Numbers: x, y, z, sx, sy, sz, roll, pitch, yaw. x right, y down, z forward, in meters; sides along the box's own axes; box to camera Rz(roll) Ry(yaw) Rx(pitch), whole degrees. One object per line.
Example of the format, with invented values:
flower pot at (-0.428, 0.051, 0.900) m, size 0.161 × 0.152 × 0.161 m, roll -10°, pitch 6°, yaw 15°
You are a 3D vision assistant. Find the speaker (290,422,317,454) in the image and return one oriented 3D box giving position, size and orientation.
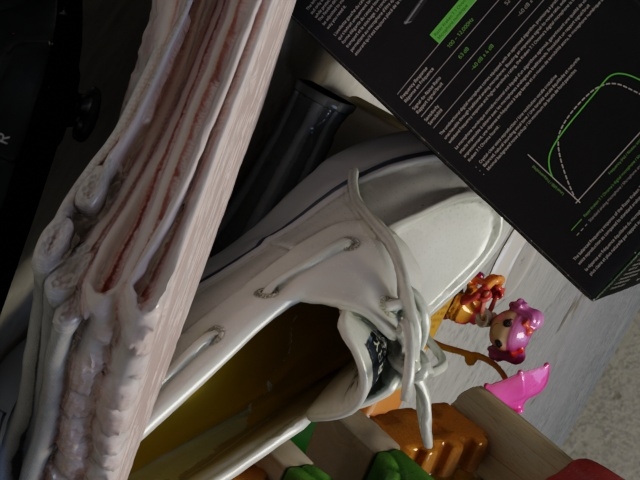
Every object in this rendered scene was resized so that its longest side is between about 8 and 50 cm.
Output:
speaker at (-0.020, 0.241, 1.355) m, size 0.131 × 0.131 × 0.296 m, roll -53°, pitch 161°, yaw -25°

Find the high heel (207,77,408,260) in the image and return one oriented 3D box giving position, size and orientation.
high heel at (0.000, 0.000, 1.097) m, size 0.186 × 0.093 × 0.261 m, roll -62°, pitch 156°, yaw 8°

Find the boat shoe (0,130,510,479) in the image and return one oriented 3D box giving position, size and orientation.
boat shoe at (0.006, 0.054, 0.916) m, size 0.367 × 0.156 × 0.135 m, roll -26°, pitch 127°, yaw -33°

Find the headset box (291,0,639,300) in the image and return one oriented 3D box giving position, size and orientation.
headset box at (0.119, -0.114, 0.959) m, size 0.131 × 0.283 × 0.246 m, roll -50°, pitch 165°, yaw 15°

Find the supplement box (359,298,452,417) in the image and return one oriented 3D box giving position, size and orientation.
supplement box at (0.070, 0.023, 1.353) m, size 0.233 × 0.078 × 0.080 m, roll -64°, pitch 160°, yaw 5°

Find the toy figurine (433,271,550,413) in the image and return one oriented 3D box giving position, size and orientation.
toy figurine at (0.134, 0.078, 1.483) m, size 0.173 × 0.159 × 0.130 m, roll -66°, pitch 163°, yaw 11°

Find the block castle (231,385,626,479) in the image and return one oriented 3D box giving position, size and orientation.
block castle at (-0.001, 0.280, 1.084) m, size 0.453 × 0.213 × 0.303 m, roll -1°, pitch 122°, yaw -45°

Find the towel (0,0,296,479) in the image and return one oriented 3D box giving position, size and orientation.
towel at (-0.059, -0.041, 0.703) m, size 0.332 × 0.053 × 0.317 m, roll 115°, pitch -6°, yaw -60°

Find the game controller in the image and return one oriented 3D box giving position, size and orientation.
game controller at (-0.156, 0.045, 0.680) m, size 0.166 × 0.067 × 0.319 m, roll -87°, pitch -161°, yaw -69°

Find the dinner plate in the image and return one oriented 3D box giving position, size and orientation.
dinner plate at (0.221, 0.022, 1.893) m, size 0.141 × 0.017 × 0.141 m, roll -53°, pitch 160°, yaw -29°
